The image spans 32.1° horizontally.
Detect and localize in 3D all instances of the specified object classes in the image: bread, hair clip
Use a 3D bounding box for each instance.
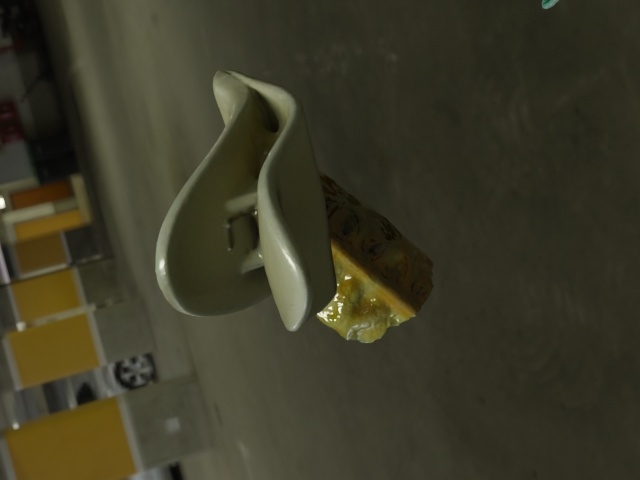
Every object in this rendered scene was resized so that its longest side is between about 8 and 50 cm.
[{"bbox_3d":[0.000,0.000,1.073,0.232,0.128,0.088,33,153,-3],"label":"bread"},{"bbox_3d":[-0.042,-0.023,0.851,0.282,0.113,0.172,-70,-28,-66],"label":"hair clip"}]

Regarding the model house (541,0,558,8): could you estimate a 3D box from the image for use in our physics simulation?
[{"bbox_3d":[0.376,-0.445,1.481,0.323,0.300,0.340,-8,79,44],"label":"model house"}]
